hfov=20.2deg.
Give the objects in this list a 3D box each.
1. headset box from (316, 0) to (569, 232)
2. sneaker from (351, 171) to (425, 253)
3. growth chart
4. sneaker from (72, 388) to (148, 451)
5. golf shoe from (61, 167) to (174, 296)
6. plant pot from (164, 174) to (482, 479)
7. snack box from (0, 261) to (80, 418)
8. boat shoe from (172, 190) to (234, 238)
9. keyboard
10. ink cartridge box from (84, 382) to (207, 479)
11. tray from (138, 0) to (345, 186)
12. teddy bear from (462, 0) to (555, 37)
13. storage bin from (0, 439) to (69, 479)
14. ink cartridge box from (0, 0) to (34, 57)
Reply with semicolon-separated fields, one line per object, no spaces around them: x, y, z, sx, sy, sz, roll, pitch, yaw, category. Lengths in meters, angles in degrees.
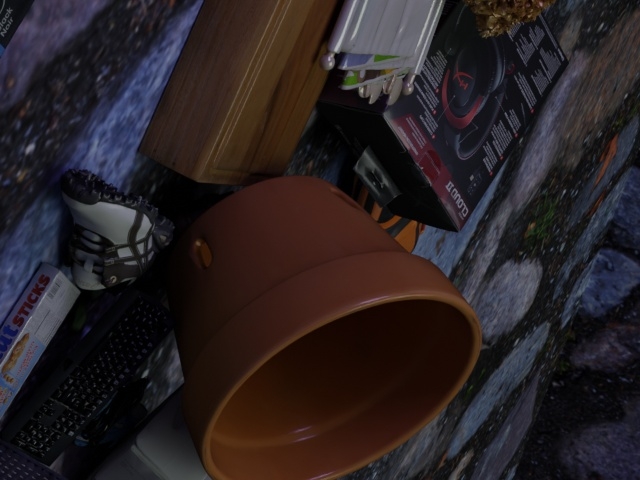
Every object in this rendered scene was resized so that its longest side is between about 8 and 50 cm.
0.134;-0.170;2.034;0.293;0.110;0.218;-56;136;-19;headset box
0.129;-0.091;2.280;0.321;0.124;0.180;-27;146;-44;sneaker
0.070;-0.217;1.785;0.237;0.021;0.172;1;115;-65;growth chart
-0.216;0.171;1.756;0.073;0.063;0.162;-55;161;-12;sneaker
-0.185;0.000;1.568;0.094;0.077;0.198;-60;161;-6;golf shoe
-0.019;0.076;1.724;0.291;0.203;0.291;-20;145;-15;plant pot
-0.272;0.106;1.569;0.178;0.022;0.064;-59;163;-12;snack box
-0.112;0.021;1.833;0.073;0.073;0.207;-18;146;-9;boat shoe
-0.200;0.137;1.659;0.192;0.038;0.100;-48;136;8;keyboard
-0.165;0.224;1.832;0.139;0.082;0.191;-47;-176;-40;ink cartridge box
-0.017;-0.249;1.682;0.411;0.076;0.203;-64;162;9;tray
0.256;-0.356;1.908;0.245;0.113;0.338;-63;177;36;teddy bear
-0.258;0.274;1.591;0.084;0.180;0.122;-41;153;-50;storage bin
-0.275;-0.177;1.084;0.165;0.065;0.332;-60;161;-5;ink cartridge box
